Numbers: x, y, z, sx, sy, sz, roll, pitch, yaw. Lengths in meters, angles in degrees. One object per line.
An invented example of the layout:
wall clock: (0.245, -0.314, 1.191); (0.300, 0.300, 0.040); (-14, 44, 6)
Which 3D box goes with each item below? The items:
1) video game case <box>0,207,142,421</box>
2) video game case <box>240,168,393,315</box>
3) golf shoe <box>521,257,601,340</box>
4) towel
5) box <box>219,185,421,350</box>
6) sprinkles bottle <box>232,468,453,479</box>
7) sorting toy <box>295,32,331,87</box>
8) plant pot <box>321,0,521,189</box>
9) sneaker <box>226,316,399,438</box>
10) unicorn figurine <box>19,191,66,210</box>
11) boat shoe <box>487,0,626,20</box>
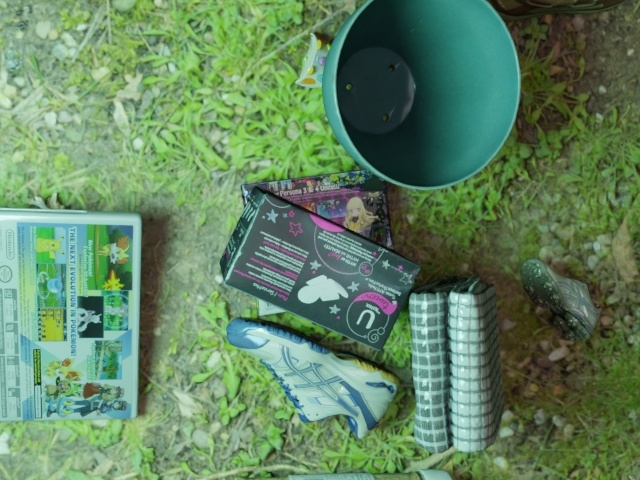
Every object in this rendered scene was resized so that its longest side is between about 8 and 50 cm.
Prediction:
video game case: (-0.415, 0.113, 1.151); (0.300, 0.036, 0.328); (2, 108, -12)
video game case: (0.000, 0.000, 1.262); (0.232, 0.042, 0.210); (-9, 97, -11)
golf shoe: (0.414, 0.086, 1.354); (0.086, 0.069, 0.176); (-45, 105, -26)
towel: (0.206, 0.176, 1.210); (0.121, 0.284, 0.234); (-4, 91, 17)
box: (-0.009, 0.038, 1.158); (0.247, 0.163, 0.142); (25, 93, -12)
sprinkles bottle: (0.037, 0.431, 1.263); (0.356, 0.121, 0.121); (2, 94, -11)
sorting toy: (0.011, -0.276, 1.251); (0.075, 0.045, 0.083); (16, 91, -31)
plant pot: (0.120, -0.226, 1.183); (0.290, 0.195, 0.290); (-3, 98, -20)
sneaker: (-0.023, 0.218, 1.240); (0.297, 0.112, 0.130); (25, 89, -12)
unicorn figurine: (-0.426, 0.012, 1.166); (0.162, 0.060, 0.111); (-42, 103, -7)
boat shoe: (0.424, -0.428, 1.280); (0.325, 0.116, 0.123); (-18, 98, -10)
